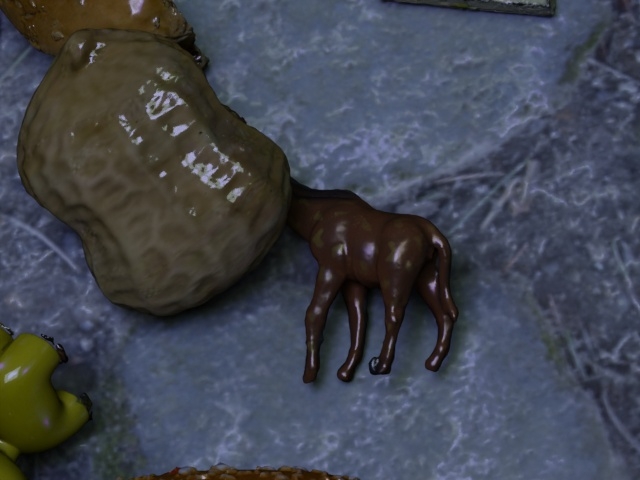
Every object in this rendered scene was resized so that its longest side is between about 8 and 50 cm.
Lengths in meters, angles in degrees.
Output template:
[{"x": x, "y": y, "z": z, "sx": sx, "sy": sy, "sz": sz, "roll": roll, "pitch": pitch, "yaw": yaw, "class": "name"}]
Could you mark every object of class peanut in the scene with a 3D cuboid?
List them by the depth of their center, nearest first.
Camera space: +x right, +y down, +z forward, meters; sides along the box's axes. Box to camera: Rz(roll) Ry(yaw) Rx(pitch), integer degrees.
[{"x": -0.137, "y": -0.059, "z": 1.510, "sx": 0.196, "sy": 0.110, "sz": 0.233, "roll": -37, "pitch": 98, "yaw": 25, "class": "peanut"}]

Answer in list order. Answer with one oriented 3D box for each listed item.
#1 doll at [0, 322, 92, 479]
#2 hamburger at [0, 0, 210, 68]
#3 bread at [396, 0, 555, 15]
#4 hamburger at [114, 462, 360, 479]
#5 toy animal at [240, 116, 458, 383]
[{"x": -0.266, "y": 0.180, "z": 1.444, "sx": 0.143, "sy": 0.135, "sz": 0.221, "roll": 12, "pitch": 52, "yaw": 32, "class": "doll"}, {"x": -0.215, "y": -0.231, "z": 1.603, "sx": 0.131, "sy": 0.124, "sz": 0.262, "roll": -36, "pitch": 69, "yaw": -4, "class": "hamburger"}, {"x": 0.123, "y": -0.226, "z": 1.599, "sx": 0.153, "sy": 0.028, "sz": 0.068, "roll": 6, "pitch": 72, "yaw": 12, "class": "bread"}, {"x": -0.084, "y": 0.243, "z": 1.374, "sx": 0.295, "sy": 0.227, "sz": 0.151, "roll": 2, "pitch": 95, "yaw": 6, "class": "hamburger"}, {"x": 0.000, "y": 0.000, "z": 1.527, "sx": 0.224, "sy": 0.066, "sz": 0.230, "roll": -8, "pitch": 79, "yaw": 26, "class": "toy animal"}]
